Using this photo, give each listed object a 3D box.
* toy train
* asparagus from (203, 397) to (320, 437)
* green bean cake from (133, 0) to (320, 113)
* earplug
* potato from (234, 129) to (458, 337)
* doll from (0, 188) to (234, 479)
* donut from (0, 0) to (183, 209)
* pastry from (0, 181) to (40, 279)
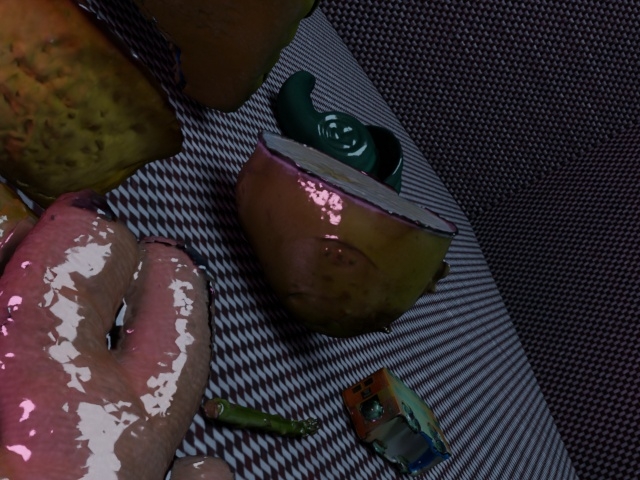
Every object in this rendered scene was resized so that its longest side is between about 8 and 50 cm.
[{"bbox_3d":[0.101,0.238,1.356,0.188,0.072,0.099,45,20,-46],"label":"toy train"},{"bbox_3d":[-0.050,0.182,1.041,0.024,0.025,0.248,18,-6,27],"label":"asparagus"},{"bbox_3d":[-0.164,-0.353,1.354,0.310,0.285,0.202,32,47,-14],"label":"green bean cake"},{"bbox_3d":[0.036,-0.159,1.885,0.257,0.164,0.280,23,-29,41],"label":"earplug"},{"bbox_3d":[0.000,0.000,1.304,0.299,0.196,0.246,35,13,34],"label":"potato"},{"bbox_3d":[-0.140,0.129,0.492,0.201,0.156,0.303,29,53,-26],"label":"doll"},{"bbox_3d":[-0.234,-0.134,0.701,0.303,0.110,0.303,41,-8,7],"label":"donut"},{"bbox_3d":[-0.197,0.019,0.615,0.192,0.093,0.182,32,-11,40],"label":"pastry"}]
